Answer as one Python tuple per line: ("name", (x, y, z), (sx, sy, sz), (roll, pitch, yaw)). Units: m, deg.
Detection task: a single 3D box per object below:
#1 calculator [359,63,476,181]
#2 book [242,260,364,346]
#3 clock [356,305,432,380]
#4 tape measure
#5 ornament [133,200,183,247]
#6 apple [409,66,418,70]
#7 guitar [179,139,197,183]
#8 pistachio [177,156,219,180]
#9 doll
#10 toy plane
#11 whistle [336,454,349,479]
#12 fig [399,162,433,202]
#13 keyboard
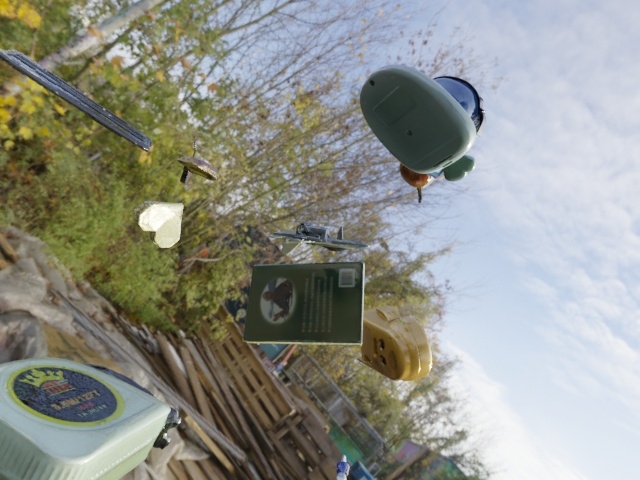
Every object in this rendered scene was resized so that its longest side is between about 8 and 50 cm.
("calculator", (0.207, -0.230, 0.839), (0.299, 0.041, 0.185), (42, -36, -15))
("book", (-0.050, 0.192, 1.257), (0.371, 0.260, 0.043), (-2, -25, 14))
("clock", (0.280, 0.401, 1.540), (0.317, 0.200, 0.244), (-159, -121, -67))
("tape measure", (-0.325, 0.233, 0.511), (0.207, 0.115, 0.235), (24, -3, 10))
("ornament", (-0.590, -0.083, 1.535), (0.059, 0.180, 0.201), (28, -26, 32))
("apple", (0.388, -0.696, 1.876), (0.200, 0.200, 0.200), (47, -13, 14))
("guitar", (-0.523, -0.319, 1.629), (0.025, 0.088, 0.233), (26, -40, -10))
("pistachio", (-0.411, -0.252, 1.370), (0.089, 0.049, 0.173), (6, -12, 28))
("doll", (0.396, -0.392, 1.366), (0.240, 0.310, 0.284), (3, 37, -52))
("toy plane", (0.000, -0.011, 1.090), (0.192, 0.262, 0.088), (-40, 127, -76))
("whistle", (0.046, 0.494, 0.870), (0.083, 0.029, 0.033), (-55, 127, -74))
("fig", (0.435, -0.292, 1.758), (0.202, 0.149, 0.148), (35, 36, -46))
("keyboard", (-0.423, -0.244, 0.721), (0.262, 0.016, 0.106), (34, 10, -27))
